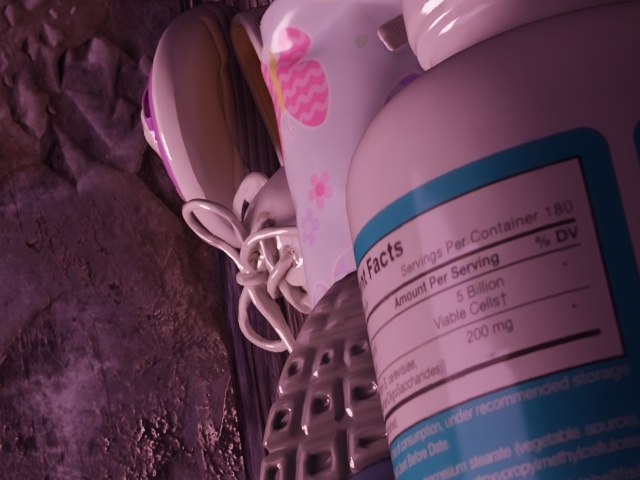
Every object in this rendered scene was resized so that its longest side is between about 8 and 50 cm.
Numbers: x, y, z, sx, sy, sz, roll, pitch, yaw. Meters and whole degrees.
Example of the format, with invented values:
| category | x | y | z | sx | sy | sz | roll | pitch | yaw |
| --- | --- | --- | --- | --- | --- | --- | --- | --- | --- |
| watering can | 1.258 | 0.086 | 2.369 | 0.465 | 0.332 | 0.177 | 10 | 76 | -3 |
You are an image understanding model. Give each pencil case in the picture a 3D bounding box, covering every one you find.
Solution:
| category | x | y | z | sx | sy | sz | roll | pitch | yaw |
| --- | --- | --- | --- | --- | --- | --- | --- | --- | --- |
| pencil case | 0.051 | -0.003 | 0.824 | 0.124 | 0.113 | 0.273 | -30 | 64 | 45 |

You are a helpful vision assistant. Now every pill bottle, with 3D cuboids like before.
| category | x | y | z | sx | sy | sz | roll | pitch | yaw |
| --- | --- | --- | --- | --- | --- | --- | --- | --- | --- |
| pill bottle | 0.089 | 0.037 | 0.469 | 0.146 | 0.146 | 0.264 | 107 | 154 | -72 |

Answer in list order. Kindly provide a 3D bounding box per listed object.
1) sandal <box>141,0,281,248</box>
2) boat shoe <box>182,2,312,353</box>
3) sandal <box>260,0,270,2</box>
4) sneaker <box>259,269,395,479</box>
| category | x | y | z | sx | sy | sz | roll | pitch | yaw |
| --- | --- | --- | --- | --- | --- | --- | --- | --- | --- |
| sandal | -0.072 | -0.077 | 1.259 | 0.416 | 0.102 | 0.169 | -27 | -75 | -77 |
| boat shoe | 0.000 | -0.006 | 1.012 | 0.136 | 0.156 | 0.367 | 93 | 167 | -55 |
| sandal | -0.024 | -0.305 | 1.311 | 0.097 | 0.054 | 0.255 | 145 | 126 | -73 |
| sneaker | 0.064 | 0.143 | 0.699 | 0.129 | 0.111 | 0.297 | -43 | -61 | -62 |
